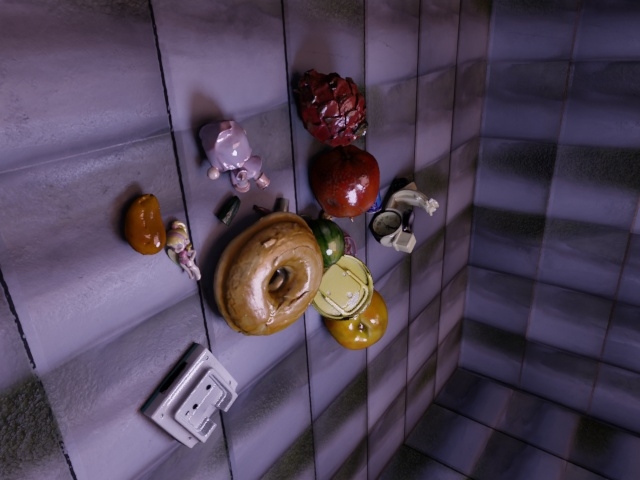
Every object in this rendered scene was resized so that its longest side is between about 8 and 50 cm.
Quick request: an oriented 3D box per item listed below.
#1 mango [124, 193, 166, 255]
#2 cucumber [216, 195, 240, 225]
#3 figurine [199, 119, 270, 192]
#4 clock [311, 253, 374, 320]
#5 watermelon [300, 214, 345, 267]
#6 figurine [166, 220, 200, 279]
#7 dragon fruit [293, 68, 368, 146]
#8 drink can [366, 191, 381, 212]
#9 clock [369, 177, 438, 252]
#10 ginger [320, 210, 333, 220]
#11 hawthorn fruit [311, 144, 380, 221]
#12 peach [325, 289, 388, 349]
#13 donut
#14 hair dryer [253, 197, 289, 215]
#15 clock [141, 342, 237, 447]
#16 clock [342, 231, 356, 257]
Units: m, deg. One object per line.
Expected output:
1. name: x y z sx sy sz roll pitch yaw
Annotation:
1. mango: -0.466 -0.039 1.244 0.105 0.084 0.160 -9 90 -37
2. cucumber: -0.286 -0.098 1.501 0.105 0.048 0.048 -60 143 -21
3. figurine: -0.256 -0.249 1.414 0.200 0.133 0.276 -62 145 -24
4. clock: 0.076 0.188 1.956 0.277 0.071 0.293 -43 95 -8
5. watermelon: 0.000 0.000 1.838 0.188 0.188 0.215 1 61 -55
6. figurine: -0.399 0.033 1.377 0.083 0.083 0.188 -45 129 -37
7. dragon fruit: 0.040 -0.473 1.667 0.299 0.244 0.244 53 56 -21
8. drink can: 0.217 -0.244 2.124 0.097 0.097 0.235 -46 137 -36
9. clock: 0.409 -0.131 2.291 0.379 0.276 0.120 -59 144 -16
10. ginger: 0.041 -0.098 1.964 0.176 0.052 0.193 -43 136 -46
11. hawthorn fruit: 0.103 -0.215 1.827 0.275 0.275 0.300 -30 117 -46
12. peach: 0.169 0.341 2.136 0.308 0.288 0.289 -95 -173 -72
13. donut: -0.166 0.116 1.599 0.448 0.198 0.449 -19 118 -41
14. hair dryer: -0.174 -0.105 1.665 0.154 0.054 0.106 7 92 -51
15. clock: -0.399 0.503 1.511 0.262 0.116 0.231 -54 140 -30
16. clock: 0.079 0.084 2.084 0.244 0.056 0.245 -27 124 -48
